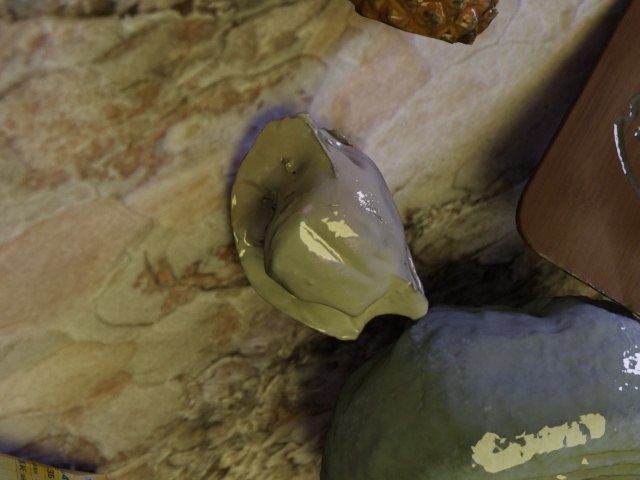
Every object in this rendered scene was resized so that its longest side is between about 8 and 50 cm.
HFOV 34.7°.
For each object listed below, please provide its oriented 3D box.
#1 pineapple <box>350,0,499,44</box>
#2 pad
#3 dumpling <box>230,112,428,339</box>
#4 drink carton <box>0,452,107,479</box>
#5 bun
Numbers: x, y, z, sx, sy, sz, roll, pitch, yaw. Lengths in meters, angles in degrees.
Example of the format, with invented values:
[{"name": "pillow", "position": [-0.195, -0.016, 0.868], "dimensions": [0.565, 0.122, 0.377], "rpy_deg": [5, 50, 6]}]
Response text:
[{"name": "pineapple", "position": [0.097, -0.276, 0.682], "dimensions": [0.130, 0.119, 0.277], "rpy_deg": [23, 111, 10]}, {"name": "pad", "position": [0.335, -0.055, 0.847], "dimensions": [0.284, 0.018, 0.286], "rpy_deg": [31, 79, -2]}, {"name": "dumpling", "position": [0.000, 0.000, 0.800], "dimensions": [0.136, 0.118, 0.199], "rpy_deg": [-34, 103, 13]}, {"name": "drink carton", "position": [-0.224, 0.225, 0.834], "dimensions": [0.200, 0.084, 0.074], "rpy_deg": [26, 115, -37]}, {"name": "bun", "position": [0.162, 0.173, 0.919], "dimensions": [0.354, 0.194, 0.354], "rpy_deg": [-9, 146, -7]}]
